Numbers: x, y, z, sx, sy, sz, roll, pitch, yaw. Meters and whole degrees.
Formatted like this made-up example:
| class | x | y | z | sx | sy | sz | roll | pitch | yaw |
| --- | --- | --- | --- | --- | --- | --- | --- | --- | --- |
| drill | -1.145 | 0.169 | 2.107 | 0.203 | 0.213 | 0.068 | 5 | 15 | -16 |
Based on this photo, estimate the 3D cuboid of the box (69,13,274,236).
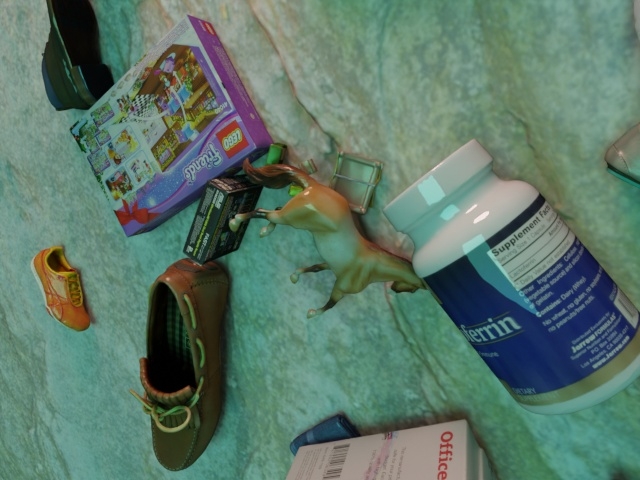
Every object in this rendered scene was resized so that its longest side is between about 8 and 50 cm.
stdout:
| class | x | y | z | sx | sy | sz | roll | pitch | yaw |
| --- | --- | --- | --- | --- | --- | --- | --- | --- | --- |
| box | -0.233 | -0.155 | 0.665 | 0.293 | 0.057 | 0.200 | -27 | 91 | 27 |

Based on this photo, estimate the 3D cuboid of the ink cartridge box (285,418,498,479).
| class | x | y | z | sx | sy | sz | roll | pitch | yaw |
| --- | --- | --- | --- | --- | --- | --- | --- | --- | --- |
| ink cartridge box | 0.094 | 0.391 | 0.562 | 0.270 | 0.198 | 0.197 | -22 | 103 | 26 |

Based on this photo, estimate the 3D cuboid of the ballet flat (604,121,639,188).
| class | x | y | z | sx | sy | sz | roll | pitch | yaw |
| --- | --- | --- | --- | --- | --- | --- | --- | --- | --- |
| ballet flat | 0.380 | -0.041 | 0.410 | 0.213 | 0.072 | 0.068 | 37 | 121 | 13 |

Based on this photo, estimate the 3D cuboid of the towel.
| class | x | y | z | sx | sy | sz | roll | pitch | yaw |
| --- | --- | --- | --- | --- | --- | --- | --- | --- | --- |
| towel | 0.009 | 0.322 | 0.695 | 0.119 | 0.029 | 0.067 | -41 | 87 | 28 |

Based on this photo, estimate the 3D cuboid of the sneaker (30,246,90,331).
| class | x | y | z | sx | sy | sz | roll | pitch | yaw |
| --- | --- | --- | --- | --- | --- | --- | --- | --- | --- |
| sneaker | -0.491 | 0.095 | 0.844 | 0.068 | 0.064 | 0.175 | -25 | 95 | 17 |

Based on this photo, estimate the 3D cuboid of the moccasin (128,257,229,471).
| class | x | y | z | sx | sy | sz | roll | pitch | yaw |
| --- | --- | --- | --- | --- | --- | --- | --- | --- | --- |
| moccasin | -0.230 | 0.218 | 0.709 | 0.139 | 0.147 | 0.379 | 22 | 111 | 18 |

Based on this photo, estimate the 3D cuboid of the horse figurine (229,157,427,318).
| class | x | y | z | sx | sy | sz | roll | pitch | yaw |
| --- | --- | --- | --- | --- | --- | --- | --- | --- | --- |
| horse figurine | 0.000 | 0.000 | 0.559 | 0.175 | 0.066 | 0.263 | -23 | 113 | 33 |

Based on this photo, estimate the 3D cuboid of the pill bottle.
| class | x | y | z | sx | sy | sz | roll | pitch | yaw |
| --- | --- | --- | --- | --- | --- | --- | --- | --- | --- |
| pill bottle | 0.195 | 0.032 | 0.468 | 0.153 | 0.153 | 0.264 | -40 | 84 | 27 |

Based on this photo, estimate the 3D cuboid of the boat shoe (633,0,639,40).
| class | x | y | z | sx | sy | sz | roll | pitch | yaw |
| --- | --- | --- | --- | --- | --- | --- | --- | --- | --- |
| boat shoe | 0.340 | -0.142 | 0.349 | 0.113 | 0.105 | 0.305 | -1 | 84 | 13 |

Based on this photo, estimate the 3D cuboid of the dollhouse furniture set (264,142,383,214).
| class | x | y | z | sx | sy | sz | roll | pitch | yaw |
| --- | --- | --- | --- | --- | --- | --- | --- | --- | --- |
| dollhouse furniture set | 0.003 | -0.089 | 0.596 | 0.152 | 0.058 | 0.076 | 16 | 103 | 0 |

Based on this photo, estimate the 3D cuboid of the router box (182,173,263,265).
| class | x | y | z | sx | sy | sz | roll | pitch | yaw |
| --- | --- | --- | --- | --- | --- | --- | --- | --- | --- |
| router box | -0.140 | -0.032 | 0.635 | 0.038 | 0.092 | 0.122 | 32 | 113 | 14 |

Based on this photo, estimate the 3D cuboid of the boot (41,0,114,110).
| class | x | y | z | sx | sy | sz | roll | pitch | yaw |
| --- | --- | --- | --- | --- | --- | --- | --- | --- | --- |
| boot | -0.411 | -0.312 | 0.691 | 0.106 | 0.082 | 0.219 | -8 | 102 | 23 |
